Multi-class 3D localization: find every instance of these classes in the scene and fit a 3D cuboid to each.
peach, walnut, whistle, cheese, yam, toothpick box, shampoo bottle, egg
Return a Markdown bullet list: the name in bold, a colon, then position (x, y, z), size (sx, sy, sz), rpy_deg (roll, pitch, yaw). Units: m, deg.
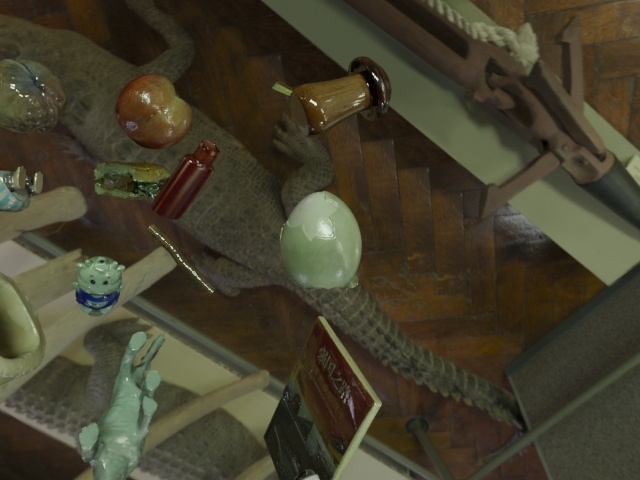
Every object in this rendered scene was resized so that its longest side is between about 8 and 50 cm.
- **peach**: position (-0.577, -0.435, 1.594), size (0.252, 0.252, 0.252), rpy_deg (2, 116, 4)
- **walnut**: position (-0.996, -0.480, 1.559), size (0.248, 0.248, 0.248), rpy_deg (2, 116, 4)
- **whistle**: position (-0.524, 0.115, 1.089), size (0.110, 0.092, 0.244), rpy_deg (6, 139, -27)
- **cheese**: position (-0.953, 0.254, 1.311), size (0.153, 0.292, 0.332), rpy_deg (-27, 89, 0)
- **yam**: position (-0.504, 0.071, 1.677), size (0.045, 0.045, 0.327), rpy_deg (-44, 94, -18)
- **toothpick box**: position (0.066, -0.421, 1.368), size (0.294, 0.192, 0.192), rpy_deg (-24, 115, -15)
- **shampoo bottle**: position (-0.388, -0.176, 1.351), size (0.102, 0.064, 0.260), rpy_deg (16, 123, -47)
- **egg**: position (0.000, 0.000, 1.574), size (0.278, 0.278, 0.336), rpy_deg (-3, 100, 6)

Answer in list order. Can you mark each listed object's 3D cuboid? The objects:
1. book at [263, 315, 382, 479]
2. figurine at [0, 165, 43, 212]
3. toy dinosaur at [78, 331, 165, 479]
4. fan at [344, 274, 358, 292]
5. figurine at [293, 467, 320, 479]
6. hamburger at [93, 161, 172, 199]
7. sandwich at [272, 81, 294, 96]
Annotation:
- **book**: position (-0.016, 0.389, 0.986), size (0.028, 0.262, 0.374), rpy_deg (11, 113, -30)
- **figurine**: position (-1.092, -0.035, 1.466), size (0.361, 0.266, 0.377), rpy_deg (-3, 92, -3)
- **toy dinosaur**: position (-0.146, 0.149, 0.323), size (0.039, 0.209, 0.082), rpy_deg (19, 121, -9)
- **fan**: position (0.111, 0.149, 1.667), size (0.003, 0.080, 0.060), rpy_deg (16, 120, 41)
- **figurine**: position (0.017, 0.310, 0.374), size (0.137, 0.229, 0.112), rpy_deg (-34, 146, 6)
- **hamburger**: position (-0.651, -0.214, 1.654), size (0.309, 0.211, 0.132), rpy_deg (8, 101, 36)
- **sandwich**: position (-0.130, -0.529, 1.602), size (0.083, 0.044, 0.031), rpy_deg (17, 121, -33)
